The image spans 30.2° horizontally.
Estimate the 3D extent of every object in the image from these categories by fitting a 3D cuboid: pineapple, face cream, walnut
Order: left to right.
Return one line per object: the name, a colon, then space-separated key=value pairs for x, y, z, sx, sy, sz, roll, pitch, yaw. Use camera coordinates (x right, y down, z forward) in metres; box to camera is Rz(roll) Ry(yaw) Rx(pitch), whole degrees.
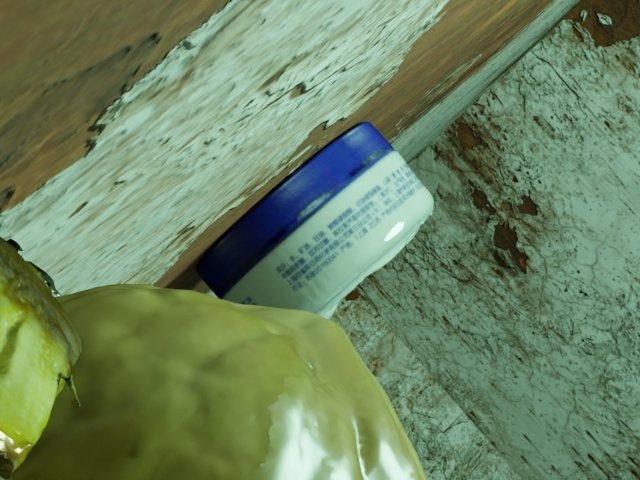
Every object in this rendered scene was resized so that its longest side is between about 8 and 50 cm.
pineapple: x=-0.123 y=0.043 z=0.358 sx=0.137 sy=0.069 sz=0.116 roll=-29 pitch=-167 yaw=48
walnut: x=-0.091 y=0.170 z=0.516 sx=0.333 sy=0.333 sz=0.333 roll=-41 pitch=178 yaw=-1
face cream: x=0.000 y=0.000 z=1.048 sx=0.206 sy=0.111 sz=0.206 roll=-41 pitch=180 yaw=0
